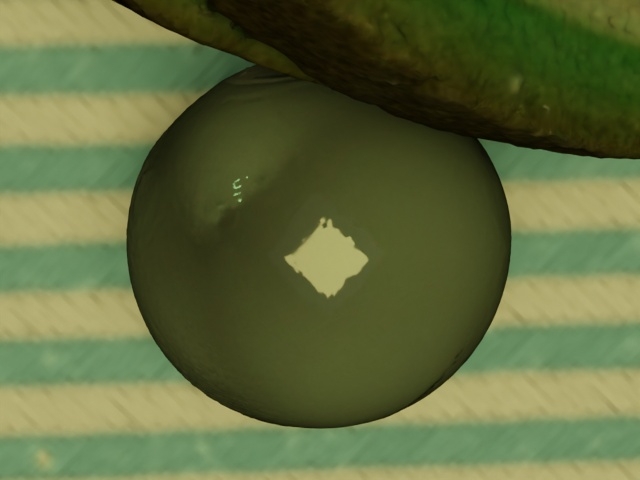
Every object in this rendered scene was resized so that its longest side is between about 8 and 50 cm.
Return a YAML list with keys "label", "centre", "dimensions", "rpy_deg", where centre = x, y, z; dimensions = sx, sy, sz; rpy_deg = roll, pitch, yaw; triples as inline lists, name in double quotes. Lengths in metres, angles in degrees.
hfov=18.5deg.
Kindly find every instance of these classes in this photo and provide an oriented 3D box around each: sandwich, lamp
- label: "sandwich"
  centre: [0.037, -0.107, 0.477]
  dimensions: [0.184, 0.109, 0.160]
  rpy_deg: [7, 97, -46]
- label: "lamp"
  centre: [0.000, 0.000, 0.538]
  dimensions: [0.105, 0.105, 0.105]
  rpy_deg: [-1, 101, -4]
